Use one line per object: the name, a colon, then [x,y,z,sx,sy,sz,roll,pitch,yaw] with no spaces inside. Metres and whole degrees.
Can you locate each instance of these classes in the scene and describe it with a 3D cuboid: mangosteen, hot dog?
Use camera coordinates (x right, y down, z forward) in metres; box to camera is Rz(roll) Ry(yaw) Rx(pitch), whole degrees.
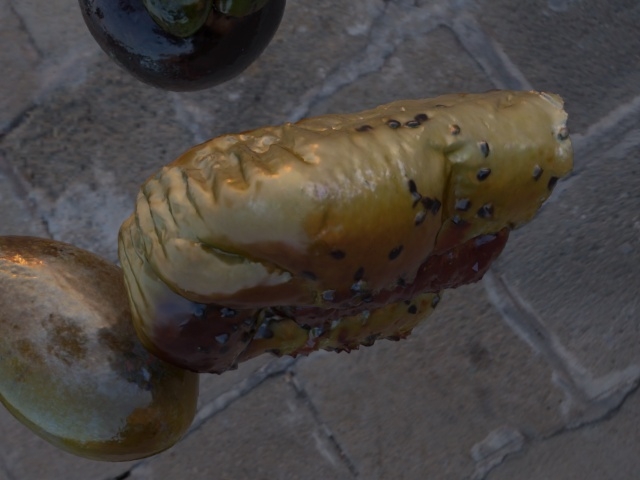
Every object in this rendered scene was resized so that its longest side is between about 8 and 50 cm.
mangosteen: [-0.185,-0.342,1.386,0.300,0.300,0.300,2,95,22]
hot dog: [0.000,0.000,0.968,0.367,0.365,0.196,-47,57,48]

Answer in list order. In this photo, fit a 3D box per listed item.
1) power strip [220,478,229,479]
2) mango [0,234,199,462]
power strip: [-0.196,0.392,1.339,0.387,0.066,0.092,-35,79,49]
mango: [-0.265,0.104,1.066,0.316,0.193,0.146,35,143,0]
